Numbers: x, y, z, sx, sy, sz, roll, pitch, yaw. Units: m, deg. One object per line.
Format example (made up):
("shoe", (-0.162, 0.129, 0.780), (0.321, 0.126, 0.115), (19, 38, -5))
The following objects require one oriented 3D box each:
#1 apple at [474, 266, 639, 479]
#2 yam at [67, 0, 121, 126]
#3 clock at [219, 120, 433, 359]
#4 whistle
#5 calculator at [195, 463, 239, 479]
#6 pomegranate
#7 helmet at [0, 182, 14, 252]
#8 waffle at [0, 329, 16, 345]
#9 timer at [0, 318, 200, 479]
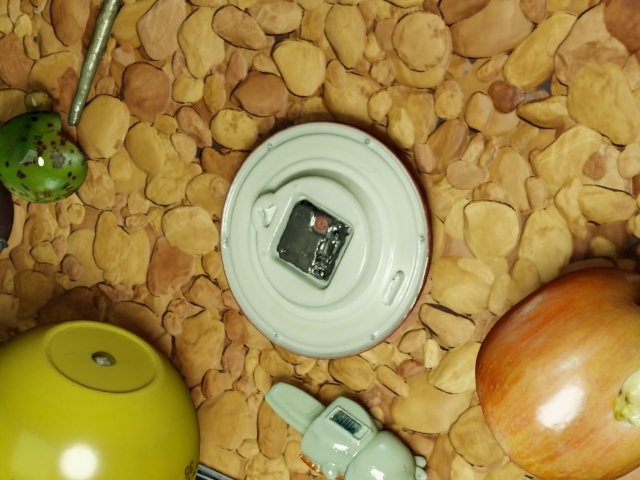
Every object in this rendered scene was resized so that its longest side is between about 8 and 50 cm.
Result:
("apple", (0.303, 0.147, 1.429), (0.241, 0.242, 0.242), (-47, 72, 16))
("yam", (-0.329, -0.275, 1.866), (0.029, 0.027, 0.234), (21, 106, -1))
("clock", (0.000, 0.000, 1.674), (0.318, 0.080, 0.318), (3, 96, 28))
("whistle", (0.032, 0.268, 1.664), (0.253, 0.102, 0.106), (33, 112, 20))
("calculator", (-0.114, 0.426, 1.797), (0.274, 0.028, 0.165), (18, 102, 27))
("pomegranate", (-0.427, -0.136, 1.875), (0.143, 0.122, 0.169), (-26, 83, 57))
("helmet", (-0.562, -0.045, 1.913), (0.216, 0.193, 0.189), (49, 159, 8))
("waffle", (-0.491, 0.225, 1.982), (0.102, 0.042, 0.148), (-35, 77, 28))
("timer", (-0.344, 0.313, 1.744), (0.376, 0.376, 0.387), (31, 120, 24))
